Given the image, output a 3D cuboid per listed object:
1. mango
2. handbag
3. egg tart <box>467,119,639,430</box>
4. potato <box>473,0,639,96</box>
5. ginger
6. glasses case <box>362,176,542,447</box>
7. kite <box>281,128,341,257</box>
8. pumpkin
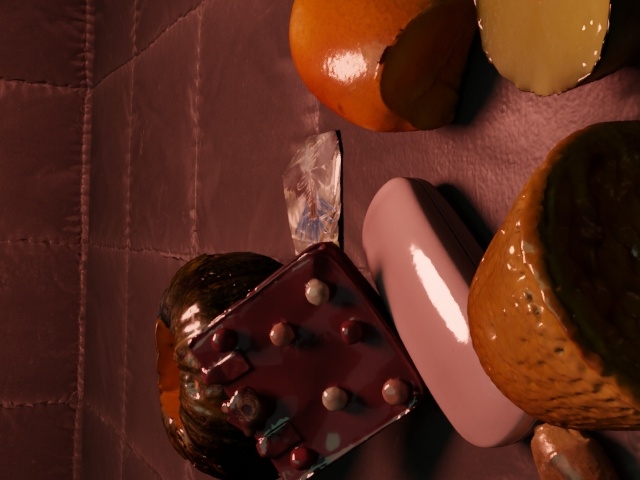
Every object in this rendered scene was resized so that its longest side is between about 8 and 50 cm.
[{"bbox_3d":[0.046,-0.232,0.751,0.257,0.138,0.187,38,109,47],"label":"mango"},{"bbox_3d":[-0.015,0.133,0.731,0.216,0.074,0.203,-37,86,12],"label":"handbag"},{"bbox_3d":[0.198,0.039,0.454,0.147,0.203,0.202,115,146,-62],"label":"egg tart"},{"bbox_3d":[0.203,-0.246,0.515,0.160,0.111,0.271,-174,79,-72],"label":"potato"},{"bbox_3d":[0.239,0.201,0.486,0.214,0.059,0.133,-122,37,-45],"label":"ginger"},{"bbox_3d":[0.122,0.059,0.666,0.113,0.075,0.297,-61,40,38],"label":"glasses case"},{"bbox_3d":[-0.002,0.000,0.935,0.169,0.015,0.310,-36,58,53],"label":"kite"},{"bbox_3d":[-0.123,0.166,0.939,0.320,0.192,0.320,178,90,-69],"label":"pumpkin"}]
